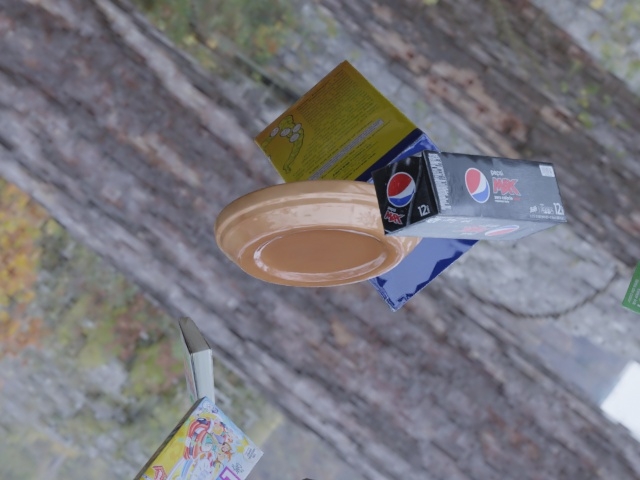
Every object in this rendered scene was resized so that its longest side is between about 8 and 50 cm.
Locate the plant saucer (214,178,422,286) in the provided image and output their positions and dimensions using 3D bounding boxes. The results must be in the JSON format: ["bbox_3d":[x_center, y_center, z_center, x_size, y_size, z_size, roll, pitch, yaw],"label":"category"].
[{"bbox_3d":[0.000,0.000,1.277,0.200,0.200,0.037,97,-9,-68],"label":"plant saucer"}]

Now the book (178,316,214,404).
[{"bbox_3d":[-0.192,0.203,2.118,0.035,0.096,0.144,-13,124,-15],"label":"book"}]

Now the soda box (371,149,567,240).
[{"bbox_3d":[0.119,-0.033,1.073,0.169,0.053,0.060,3,162,-46],"label":"soda box"}]

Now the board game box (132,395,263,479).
[{"bbox_3d":[-0.149,0.275,1.619,0.026,0.103,0.154,-31,-163,51],"label":"board game box"}]

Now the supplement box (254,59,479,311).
[{"bbox_3d":[0.070,-0.089,1.999,0.195,0.194,0.356,-40,-151,3],"label":"supplement box"}]

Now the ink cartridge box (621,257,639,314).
[{"bbox_3d":[0.668,0.098,2.232,0.201,0.278,0.117,-18,130,-57],"label":"ink cartridge box"}]

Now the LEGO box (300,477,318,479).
[{"bbox_3d":[0.010,0.525,1.775,0.193,0.372,0.500,-20,176,-13],"label":"LEGO box"}]
